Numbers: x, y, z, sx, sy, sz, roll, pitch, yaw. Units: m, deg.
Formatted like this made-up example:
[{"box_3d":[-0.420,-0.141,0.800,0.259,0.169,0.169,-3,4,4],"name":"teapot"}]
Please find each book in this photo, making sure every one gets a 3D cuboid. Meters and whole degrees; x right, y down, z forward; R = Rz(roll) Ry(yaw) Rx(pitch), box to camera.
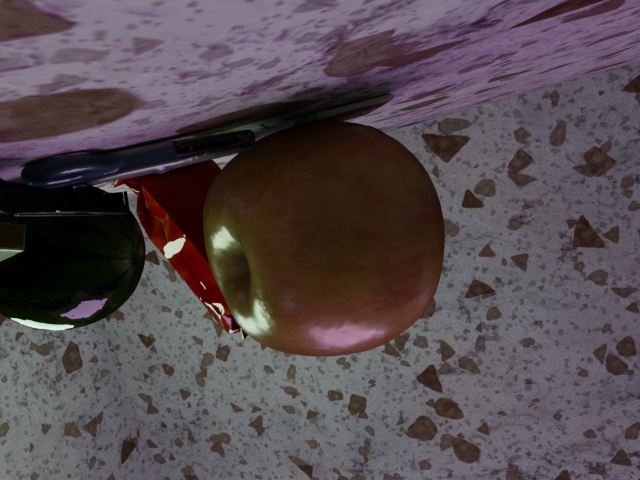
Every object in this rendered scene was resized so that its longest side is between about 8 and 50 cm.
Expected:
[{"box_3d":[0.032,-0.231,0.824,0.168,0.013,0.192,-16,-170,-3],"name":"book"}]

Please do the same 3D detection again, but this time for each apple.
[{"box_3d":[0.000,0.000,0.722,0.347,0.391,0.391,-10,-176,-36],"name":"apple"}]

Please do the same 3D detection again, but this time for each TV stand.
[{"box_3d":[-0.310,-0.049,0.542,0.042,0.036,0.249,-5,-177,3],"name":"TV stand"}]

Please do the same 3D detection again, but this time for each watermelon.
[{"box_3d":[-0.410,0.023,0.714,0.242,0.242,0.242,-15,-171,2],"name":"watermelon"}]

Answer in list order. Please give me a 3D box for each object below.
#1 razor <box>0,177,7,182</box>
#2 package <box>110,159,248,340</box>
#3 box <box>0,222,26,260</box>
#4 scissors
[{"box_3d":[-0.410,-0.037,0.507,0.090,0.054,0.148,-18,-175,-43],"name":"razor"},{"box_3d":[-0.226,-0.010,0.928,0.196,0.423,0.123,-33,170,-47],"name":"package"},{"box_3d":[-0.399,-0.002,0.410,0.121,0.030,0.193,-11,167,44],"name":"box"},{"box_3d":[-0.226,-0.108,0.594,0.289,0.041,0.138,-17,-179,-17],"name":"scissors"}]
